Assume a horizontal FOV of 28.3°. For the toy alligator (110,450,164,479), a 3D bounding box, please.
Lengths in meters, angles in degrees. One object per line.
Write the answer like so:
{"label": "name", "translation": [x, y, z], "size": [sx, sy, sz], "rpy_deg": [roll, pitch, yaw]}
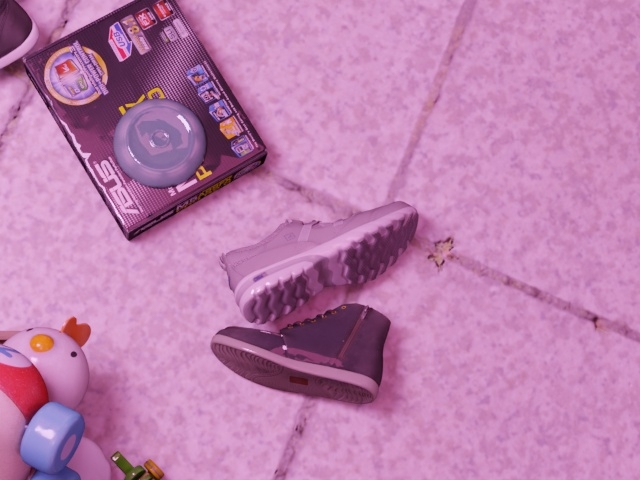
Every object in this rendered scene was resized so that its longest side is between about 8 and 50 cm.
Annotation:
{"label": "toy alligator", "translation": [-0.191, 0.332, 1.565], "size": [0.056, 0.051, 0.190], "rpy_deg": [-42, 87, -14]}

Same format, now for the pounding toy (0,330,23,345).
{"label": "pounding toy", "translation": [-0.402, 0.185, 1.555], "size": [0.130, 0.100, 0.141], "rpy_deg": [2, 80, -22]}

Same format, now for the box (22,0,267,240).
{"label": "box", "translation": [-0.228, -0.168, 1.663], "size": [0.216, 0.060, 0.270], "rpy_deg": [-30, 84, -13]}

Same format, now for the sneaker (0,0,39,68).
{"label": "sneaker", "translation": [-0.507, -0.239, 1.575], "size": [0.295, 0.147, 0.104], "rpy_deg": [-35, 53, -10]}

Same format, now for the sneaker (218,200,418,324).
{"label": "sneaker", "translation": [0.000, 0.000, 1.637], "size": [0.281, 0.105, 0.115], "rpy_deg": [-21, 53, -24]}

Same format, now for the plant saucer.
{"label": "plant saucer", "translation": [-0.204, -0.127, 1.615], "size": [0.119, 0.021, 0.119], "rpy_deg": [2, 78, -7]}

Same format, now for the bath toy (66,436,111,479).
{"label": "bath toy", "translation": [-0.422, 0.313, 1.496], "size": [0.348, 0.151, 0.129], "rpy_deg": [-1, 35, -11]}

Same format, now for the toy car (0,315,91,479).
{"label": "toy car", "translation": [-0.334, 0.158, 1.433], "size": [0.219, 0.210, 0.238], "rpy_deg": [24, 45, 11]}

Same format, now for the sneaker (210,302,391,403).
{"label": "sneaker", "translation": [-0.024, 0.129, 1.631], "size": [0.222, 0.083, 0.118], "rpy_deg": [15, 57, 2]}
